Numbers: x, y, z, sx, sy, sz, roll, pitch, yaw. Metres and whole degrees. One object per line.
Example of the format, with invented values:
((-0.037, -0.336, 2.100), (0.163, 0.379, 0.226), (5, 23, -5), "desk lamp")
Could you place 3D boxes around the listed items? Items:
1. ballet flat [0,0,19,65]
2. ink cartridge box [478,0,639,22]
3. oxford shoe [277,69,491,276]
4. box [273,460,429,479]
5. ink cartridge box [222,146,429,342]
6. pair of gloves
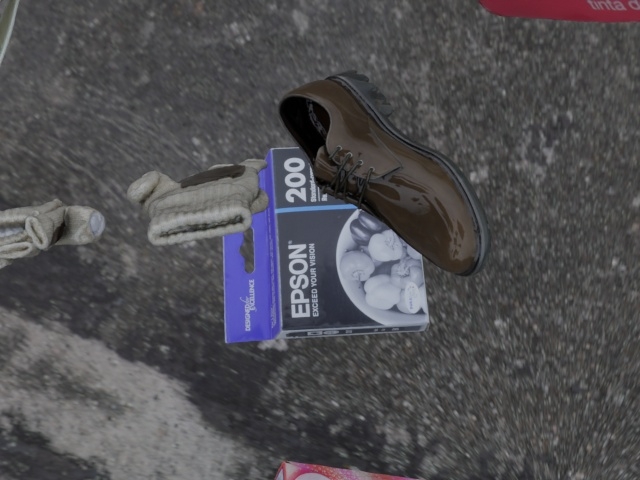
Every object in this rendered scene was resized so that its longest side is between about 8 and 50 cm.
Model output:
((-0.468, -0.181, 1.289), (0.483, 0.182, 0.164), (-47, 52, 16), "ballet flat")
((0.099, -0.261, 0.392), (0.131, 0.306, 0.226), (19, 63, 47), "ink cartridge box")
((0.043, -0.045, 0.911), (0.096, 0.082, 0.227), (-16, 49, -37), "oxford shoe")
((0.000, 0.324, 0.870), (0.142, 0.300, 0.154), (11, 38, -14), "box")
((0.000, 0.000, 1.189), (0.208, 0.045, 0.206), (-4, 68, 0), "ink cartridge box")
((-0.160, -0.023, 0.876), (0.240, 0.204, 0.042), (-9, 99, 5), "pair of gloves")
